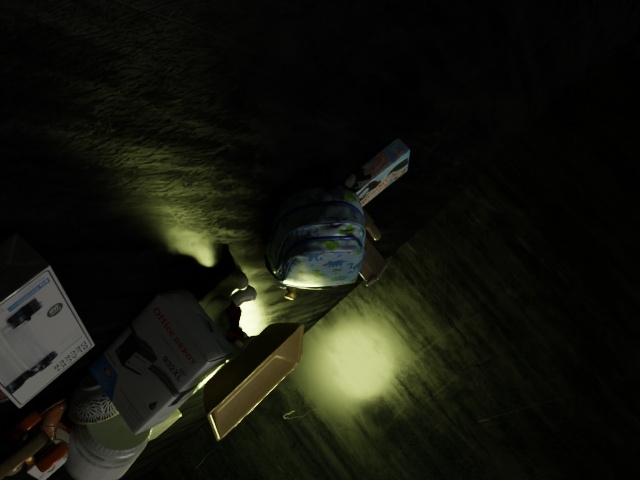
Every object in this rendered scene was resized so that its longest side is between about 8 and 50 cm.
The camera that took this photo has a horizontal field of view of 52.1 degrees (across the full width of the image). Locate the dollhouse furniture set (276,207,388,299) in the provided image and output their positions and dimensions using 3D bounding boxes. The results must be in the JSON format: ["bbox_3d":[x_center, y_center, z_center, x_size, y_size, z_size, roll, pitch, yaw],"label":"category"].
[{"bbox_3d":[0.046,0.083,2.158,0.303,0.198,0.286,-37,-176,28],"label":"dollhouse furniture set"}]

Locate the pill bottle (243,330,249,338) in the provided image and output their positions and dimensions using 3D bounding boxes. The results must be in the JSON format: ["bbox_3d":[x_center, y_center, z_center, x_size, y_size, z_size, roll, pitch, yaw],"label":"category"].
[{"bbox_3d":[-0.340,0.441,2.603,0.160,0.087,0.087,-37,167,-9],"label":"pill bottle"}]

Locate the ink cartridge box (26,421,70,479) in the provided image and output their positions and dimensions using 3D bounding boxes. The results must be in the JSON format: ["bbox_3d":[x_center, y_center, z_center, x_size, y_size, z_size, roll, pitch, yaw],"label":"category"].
[{"bbox_3d":[-0.763,0.588,1.843,0.099,0.056,0.135,-41,-151,5],"label":"ink cartridge box"}]

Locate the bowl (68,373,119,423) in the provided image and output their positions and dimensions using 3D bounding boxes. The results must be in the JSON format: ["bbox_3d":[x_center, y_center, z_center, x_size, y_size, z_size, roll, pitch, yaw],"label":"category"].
[{"bbox_3d":[-0.595,0.404,1.746,0.170,0.170,0.080,-28,118,-41],"label":"bowl"}]

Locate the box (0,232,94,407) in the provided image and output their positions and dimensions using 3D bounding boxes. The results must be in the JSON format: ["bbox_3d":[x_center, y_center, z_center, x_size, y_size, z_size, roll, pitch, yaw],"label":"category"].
[{"bbox_3d":[-0.486,0.138,1.056,0.169,0.087,0.290,-43,159,-28],"label":"box"}]

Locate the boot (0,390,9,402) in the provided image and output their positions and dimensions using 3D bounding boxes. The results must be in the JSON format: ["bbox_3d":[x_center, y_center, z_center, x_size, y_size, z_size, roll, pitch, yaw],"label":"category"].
[{"bbox_3d":[-0.594,0.186,1.158,0.264,0.096,0.280,-17,148,-42],"label":"boot"}]

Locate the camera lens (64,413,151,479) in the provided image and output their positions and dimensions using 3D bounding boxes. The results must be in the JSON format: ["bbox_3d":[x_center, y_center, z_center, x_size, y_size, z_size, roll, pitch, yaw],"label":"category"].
[{"bbox_3d":[-0.650,0.602,1.997,0.219,0.219,0.274,-25,160,-48],"label":"camera lens"}]

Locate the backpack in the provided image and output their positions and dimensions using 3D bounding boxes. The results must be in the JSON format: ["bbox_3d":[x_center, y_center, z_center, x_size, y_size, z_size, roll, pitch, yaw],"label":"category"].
[{"bbox_3d":[0.000,0.000,1.750,0.290,0.273,0.355,3,138,-9],"label":"backpack"}]

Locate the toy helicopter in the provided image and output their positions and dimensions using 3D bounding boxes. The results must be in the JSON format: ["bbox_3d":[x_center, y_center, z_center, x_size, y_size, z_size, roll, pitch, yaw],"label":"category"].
[{"bbox_3d":[-0.822,0.588,1.674,0.355,0.140,0.235,-33,-173,42],"label":"toy helicopter"}]

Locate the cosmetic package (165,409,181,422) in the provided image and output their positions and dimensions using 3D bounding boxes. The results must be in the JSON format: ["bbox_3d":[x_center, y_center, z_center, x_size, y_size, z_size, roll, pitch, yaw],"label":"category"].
[{"bbox_3d":[-0.647,0.644,2.343,0.153,0.129,0.296,-40,167,7],"label":"cosmetic package"}]

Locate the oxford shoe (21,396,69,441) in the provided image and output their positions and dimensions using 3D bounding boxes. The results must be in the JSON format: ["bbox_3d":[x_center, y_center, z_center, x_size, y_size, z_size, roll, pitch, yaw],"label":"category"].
[{"bbox_3d":[-0.727,0.497,1.767,0.212,0.076,0.076,-49,163,27],"label":"oxford shoe"}]

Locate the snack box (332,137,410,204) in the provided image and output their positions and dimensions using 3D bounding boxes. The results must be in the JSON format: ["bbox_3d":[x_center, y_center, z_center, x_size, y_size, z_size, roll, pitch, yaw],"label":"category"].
[{"bbox_3d":[0.126,-0.160,1.968,0.322,0.060,0.187,-39,168,-4],"label":"snack box"}]

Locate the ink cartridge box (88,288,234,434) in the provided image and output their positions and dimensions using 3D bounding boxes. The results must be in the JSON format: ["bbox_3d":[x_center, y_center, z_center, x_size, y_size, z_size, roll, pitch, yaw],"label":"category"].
[{"bbox_3d":[-0.410,0.307,1.681,0.307,0.223,0.129,-45,165,18],"label":"ink cartridge box"}]

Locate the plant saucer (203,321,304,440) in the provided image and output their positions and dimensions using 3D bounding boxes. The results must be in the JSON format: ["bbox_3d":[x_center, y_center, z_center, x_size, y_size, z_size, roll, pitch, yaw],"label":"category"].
[{"bbox_3d":[-0.192,0.367,1.770,0.333,0.081,0.333,-42,162,-22],"label":"plant saucer"}]

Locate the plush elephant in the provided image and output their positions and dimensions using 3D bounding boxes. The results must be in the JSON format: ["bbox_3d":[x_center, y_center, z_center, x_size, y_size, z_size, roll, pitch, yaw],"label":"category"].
[{"bbox_3d":[-0.271,0.284,1.913,0.330,0.255,0.272,-36,166,-16],"label":"plush elephant"}]
